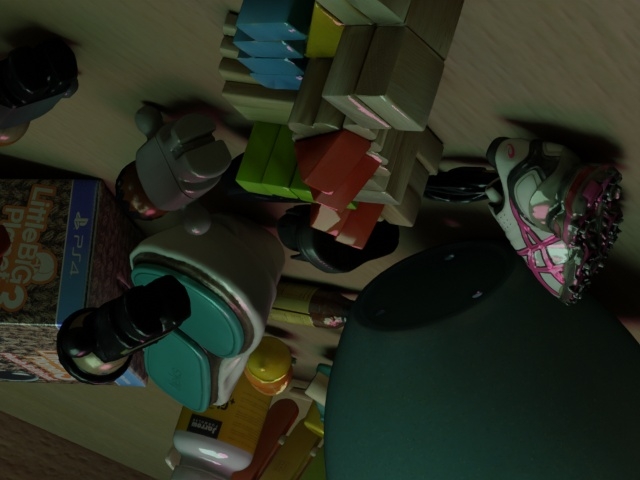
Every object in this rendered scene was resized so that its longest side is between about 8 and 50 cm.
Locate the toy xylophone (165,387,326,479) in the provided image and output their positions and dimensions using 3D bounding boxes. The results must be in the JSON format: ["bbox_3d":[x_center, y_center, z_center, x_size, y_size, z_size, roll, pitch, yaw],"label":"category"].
[{"bbox_3d":[-0.031,0.275,2.151,0.322,0.236,0.081,8,144,30],"label":"toy xylophone"}]

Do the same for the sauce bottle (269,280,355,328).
[{"bbox_3d":[-0.002,0.066,1.657,0.128,0.042,0.042,10,164,33],"label":"sauce bottle"}]

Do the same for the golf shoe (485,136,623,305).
[{"bbox_3d":[0.154,-0.018,1.129,0.086,0.067,0.186,30,164,20],"label":"golf shoe"}]

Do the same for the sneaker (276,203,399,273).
[{"bbox_3d":[0.000,-0.003,1.314,0.089,0.051,0.170,-1,-177,29],"label":"sneaker"}]

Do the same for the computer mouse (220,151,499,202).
[{"bbox_3d":[0.032,-0.049,1.213,0.242,0.041,0.071,1,174,29],"label":"computer mouse"}]

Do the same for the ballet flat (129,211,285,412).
[{"bbox_3d":[-0.094,0.045,1.526,0.139,0.139,0.400,18,160,0],"label":"ballet flat"}]

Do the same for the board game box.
[{"bbox_3d":[-0.326,0.043,1.635,0.291,0.141,0.232,1,162,10],"label":"board game box"}]

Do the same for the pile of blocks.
[{"bbox_3d":[-0.005,-0.072,1.009,0.149,0.113,0.362,17,165,5],"label":"pile of blocks"}]

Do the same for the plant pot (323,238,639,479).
[{"bbox_3d":[0.120,0.115,1.323,0.290,0.290,0.195,2,123,47],"label":"plant pot"}]

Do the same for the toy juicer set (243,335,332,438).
[{"bbox_3d":[0.022,0.165,1.933,0.209,0.089,0.329,38,168,-20],"label":"toy juicer set"}]

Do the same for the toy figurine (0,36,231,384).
[{"bbox_3d":[-0.186,-0.019,1.227,0.213,0.209,0.148,23,153,-20],"label":"toy figurine"}]

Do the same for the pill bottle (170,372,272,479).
[{"bbox_3d":[-0.122,0.222,2.093,0.103,0.184,0.103,17,165,4],"label":"pill bottle"}]
